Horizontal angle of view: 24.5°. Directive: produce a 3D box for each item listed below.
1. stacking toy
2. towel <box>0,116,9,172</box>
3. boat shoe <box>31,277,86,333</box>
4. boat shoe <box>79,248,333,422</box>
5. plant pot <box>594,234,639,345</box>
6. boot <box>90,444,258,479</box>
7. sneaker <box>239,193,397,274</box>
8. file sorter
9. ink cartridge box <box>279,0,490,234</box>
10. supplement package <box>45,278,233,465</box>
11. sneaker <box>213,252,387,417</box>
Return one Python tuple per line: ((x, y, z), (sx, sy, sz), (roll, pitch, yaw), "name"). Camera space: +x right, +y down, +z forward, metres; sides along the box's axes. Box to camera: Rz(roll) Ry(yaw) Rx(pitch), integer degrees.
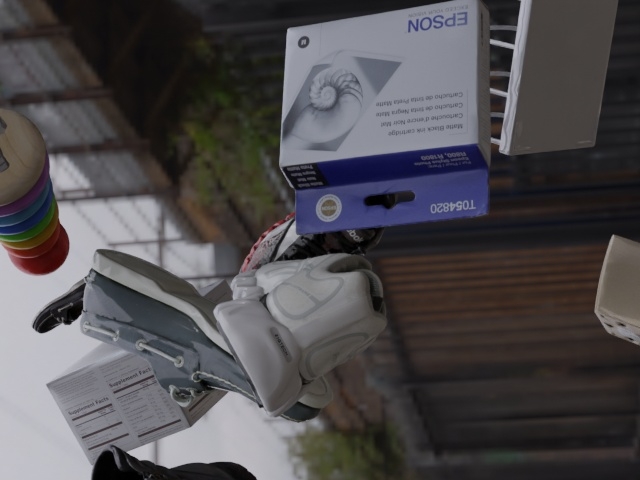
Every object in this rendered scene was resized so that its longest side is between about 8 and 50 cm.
((-0.408, -0.041, 1.998), (0.330, 0.141, 0.141), (81, -171, -64), "stacking toy")
((-0.446, -0.105, 1.449), (0.121, 0.235, 0.283), (57, 174, 13), "towel")
((-0.362, 0.100, 2.124), (0.038, 0.125, 0.046), (57, -173, 24), "boat shoe")
((-0.123, 0.113, 1.477), (0.116, 0.319, 0.099), (11, -75, -58), "boat shoe")
((0.393, 0.071, 1.789), (0.096, 0.109, 0.109), (-60, -34, -13), "plant pot")
((-0.093, 0.341, 1.615), (0.223, 0.338, 0.118), (20, -86, -53), "boot")
((0.000, 0.000, 1.982), (0.097, 0.276, 0.135), (50, 169, -15), "sneaker")
((0.273, -0.275, 2.006), (0.193, 0.173, 0.277), (-8, -69, -43), "file sorter")
((0.065, -0.126, 1.509), (0.045, 0.223, 0.224), (30, -123, -61), "ink cartridge box")
((-0.244, 0.196, 2.228), (0.145, 0.204, 0.262), (63, -151, -6), "supplement package")
((-0.005, 0.059, 1.148), (0.110, 0.118, 0.292), (60, -178, -5), "sneaker")
